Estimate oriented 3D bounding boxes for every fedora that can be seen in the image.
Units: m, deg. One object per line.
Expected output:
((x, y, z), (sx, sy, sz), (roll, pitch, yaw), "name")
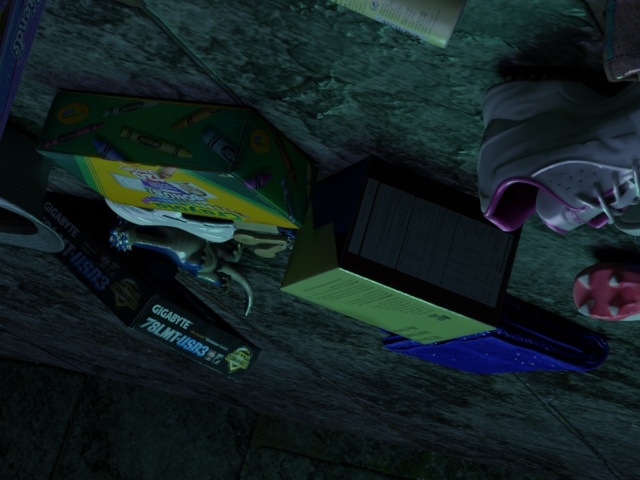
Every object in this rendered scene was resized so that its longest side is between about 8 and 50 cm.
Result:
((-0.450, -0.088, 2.076), (0.275, 0.124, 0.244), (12, 164, 9), "fedora")

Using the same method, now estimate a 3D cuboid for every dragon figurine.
((-0.194, 0.018, 2.276), (0.144, 0.085, 0.289), (10, 164, 26), "dragon figurine")

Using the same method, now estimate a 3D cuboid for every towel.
((0.239, 0.148, 2.301), (0.228, 0.076, 0.308), (23, 165, -23), "towel")

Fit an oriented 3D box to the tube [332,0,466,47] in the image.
((-0.002, -0.220, 1.215), (0.240, 0.062, 0.070), (21, 123, 2), "tube")

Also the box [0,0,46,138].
((-0.303, -0.164, 1.267), (0.057, 0.293, 0.201), (11, 165, 16), "box")

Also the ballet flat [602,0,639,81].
((0.343, -0.101, 1.155), (0.316, 0.106, 0.107), (18, 167, -8), "ballet flat")

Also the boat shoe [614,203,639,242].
((0.373, -0.020, 1.456), (0.079, 0.095, 0.254), (25, 165, -26), "boat shoe")

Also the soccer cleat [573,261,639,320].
((0.410, 0.062, 1.806), (0.248, 0.083, 0.095), (4, -169, 26), "soccer cleat")

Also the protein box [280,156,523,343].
((0.092, 0.017, 1.839), (0.201, 0.136, 0.200), (21, 165, -16), "protein box")

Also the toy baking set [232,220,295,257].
((0.000, -0.002, 2.056), (0.256, 0.030, 0.197), (15, 162, -7), "toy baking set")

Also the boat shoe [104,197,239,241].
((-0.189, -0.046, 2.083), (0.184, 0.066, 0.063), (22, 151, -13), "boat shoe")

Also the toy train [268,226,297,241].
((-0.081, -0.036, 2.065), (0.036, 0.027, 0.158), (-10, 152, 40), "toy train")

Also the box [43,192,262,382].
((-0.266, 0.074, 2.384), (0.295, 0.073, 0.293), (38, -177, 36), "box")

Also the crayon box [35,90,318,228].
((-0.163, -0.093, 1.819), (0.278, 0.081, 0.165), (8, 163, 31), "crayon box")

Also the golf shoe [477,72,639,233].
((0.258, -0.067, 1.323), (0.306, 0.140, 0.115), (-1, 157, 46), "golf shoe")
